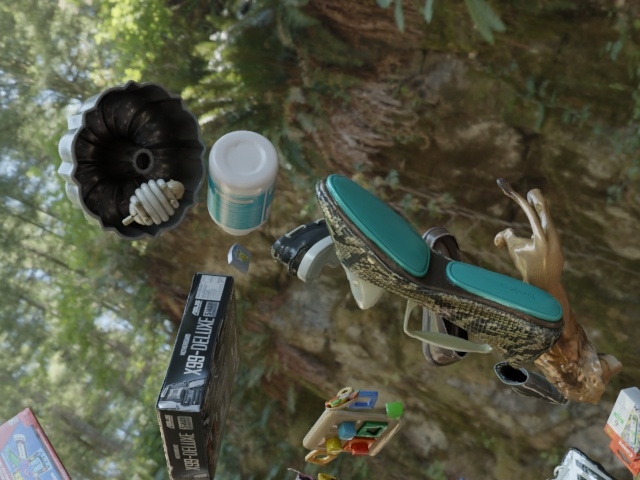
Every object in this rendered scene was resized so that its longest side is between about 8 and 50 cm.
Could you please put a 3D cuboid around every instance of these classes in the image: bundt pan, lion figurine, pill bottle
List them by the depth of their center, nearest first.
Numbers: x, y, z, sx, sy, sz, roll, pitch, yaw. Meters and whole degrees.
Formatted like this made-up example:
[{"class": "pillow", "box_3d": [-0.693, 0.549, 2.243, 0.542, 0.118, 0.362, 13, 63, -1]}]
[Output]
[{"class": "lion figurine", "box_3d": [0.405, 0.093, 1.438, 0.392, 0.142, 0.240, 62, -168, -21]}, {"class": "bundt pan", "box_3d": [-0.405, -0.168, 1.673, 0.331, 0.124, 0.331, -11, -75, -47]}, {"class": "pill bottle", "box_3d": [-0.173, -0.111, 1.747, 0.146, 0.146, 0.264, -53, -9, -28]}]

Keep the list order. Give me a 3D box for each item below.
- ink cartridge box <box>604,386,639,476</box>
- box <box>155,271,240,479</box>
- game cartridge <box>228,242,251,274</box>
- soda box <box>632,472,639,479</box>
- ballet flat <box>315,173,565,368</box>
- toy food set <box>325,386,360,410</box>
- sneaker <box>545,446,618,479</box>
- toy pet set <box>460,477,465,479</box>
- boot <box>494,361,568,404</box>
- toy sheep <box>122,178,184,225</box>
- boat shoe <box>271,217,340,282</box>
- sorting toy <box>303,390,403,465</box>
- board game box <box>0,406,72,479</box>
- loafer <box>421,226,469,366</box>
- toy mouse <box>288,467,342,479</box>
[{"class": "ink cartridge box", "box_3d": [0.422, 0.264, 1.093, 0.029, 0.063, 0.115, -5, -56, -23]}, {"class": "box", "box_3d": [-0.209, 0.249, 1.435, 0.307, 0.076, 0.242, -82, -5, -46]}, {"class": "game cartridge", "box_3d": [-0.193, 0.040, 1.903, 0.017, 0.056, 0.083, -47, 19, 26]}, {"class": "soda box", "box_3d": [0.682, 0.446, 1.491, 0.061, 0.181, 0.058, -67, -32, -68]}, {"class": "ballet flat", "box_3d": [0.171, 0.080, 1.352, 0.182, 0.482, 0.164, -59, 3, 28]}, {"class": "toy food set", "box_3d": [0.049, 0.344, 1.739, 0.083, 0.082, 0.020, -25, -86, -27]}, {"class": "sneaker", "box_3d": [0.489, 0.587, 1.718, 0.169, 0.447, 0.257, 40, -124, -23]}, {"class": "toy pet set", "box_3d": [0.284, 0.541, 1.610, 0.065, 0.122, 0.114, -33, 28, 60]}, {"class": "boot", "box_3d": [0.506, 0.354, 2.022, 0.208, 0.189, 0.076, 19, -100, -36]}, {"class": "toy sheep", "box_3d": [-0.313, -0.069, 1.495, 0.132, 0.091, 0.091, -30, -37, -8]}, {"class": "boat shoe", "box_3d": [0.000, 0.000, 1.605, 0.114, 0.091, 0.302, -63, -14, 15]}, {"class": "sorting toy", "box_3d": [0.077, 0.476, 1.934, 0.047, 0.196, 0.348, -96, 26, -42]}, {"class": "board game box", "box_3d": [-0.505, 0.405, 1.345, 0.145, 0.281, 0.027, -36, -49, -18]}, {"class": "loafer", "box_3d": [0.338, 0.145, 2.071, 0.133, 0.130, 0.366, -6, -89, -33]}, {"class": "toy mouse", "box_3d": [0.005, 0.473, 1.490, 0.143, 0.161, 0.031, -17, -51, -80]}]
